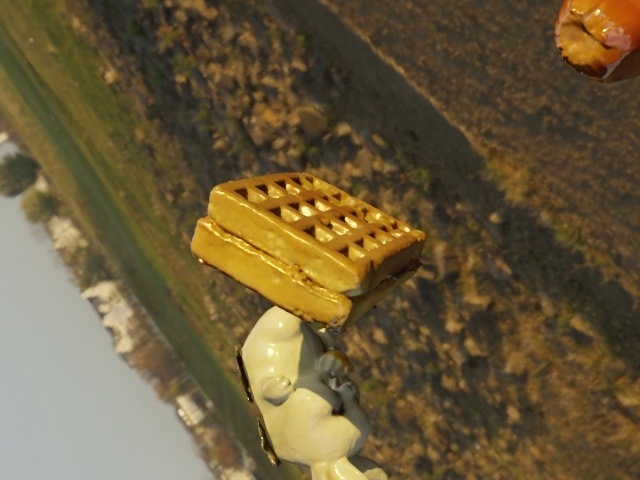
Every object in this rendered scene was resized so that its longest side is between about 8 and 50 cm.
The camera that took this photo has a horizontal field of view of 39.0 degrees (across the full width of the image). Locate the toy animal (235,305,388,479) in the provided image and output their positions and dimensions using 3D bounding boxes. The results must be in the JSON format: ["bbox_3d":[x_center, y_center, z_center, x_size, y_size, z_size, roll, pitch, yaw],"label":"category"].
[{"bbox_3d":[-0.011,0.240,1.315,0.325,0.154,0.208,65,-170,10],"label":"toy animal"}]

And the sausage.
[{"bbox_3d":[0.321,-0.206,0.821,0.089,0.300,0.083,54,141,25],"label":"sausage"}]

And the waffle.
[{"bbox_3d":[0.000,0.000,1.148,0.224,0.098,0.327,31,-161,14],"label":"waffle"}]
